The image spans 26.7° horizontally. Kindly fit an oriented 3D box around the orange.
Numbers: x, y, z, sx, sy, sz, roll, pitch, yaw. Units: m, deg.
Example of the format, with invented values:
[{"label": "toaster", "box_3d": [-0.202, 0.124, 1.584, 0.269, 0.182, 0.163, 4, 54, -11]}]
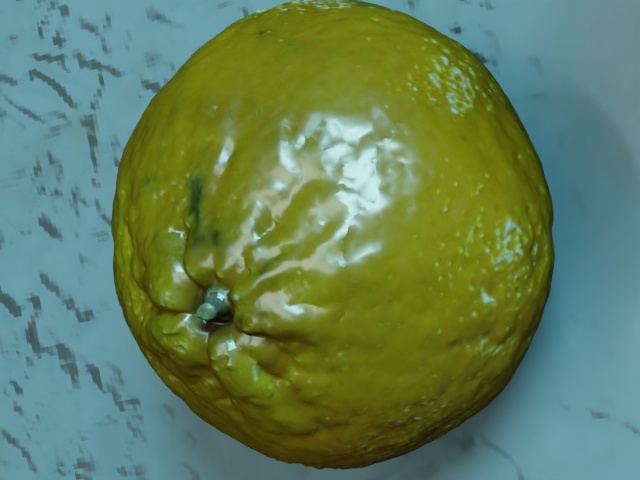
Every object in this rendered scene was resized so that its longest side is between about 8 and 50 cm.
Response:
[{"label": "orange", "box_3d": [0.001, -0.002, 0.387, 0.135, 0.117, 0.135, 0, 90, 21]}]
